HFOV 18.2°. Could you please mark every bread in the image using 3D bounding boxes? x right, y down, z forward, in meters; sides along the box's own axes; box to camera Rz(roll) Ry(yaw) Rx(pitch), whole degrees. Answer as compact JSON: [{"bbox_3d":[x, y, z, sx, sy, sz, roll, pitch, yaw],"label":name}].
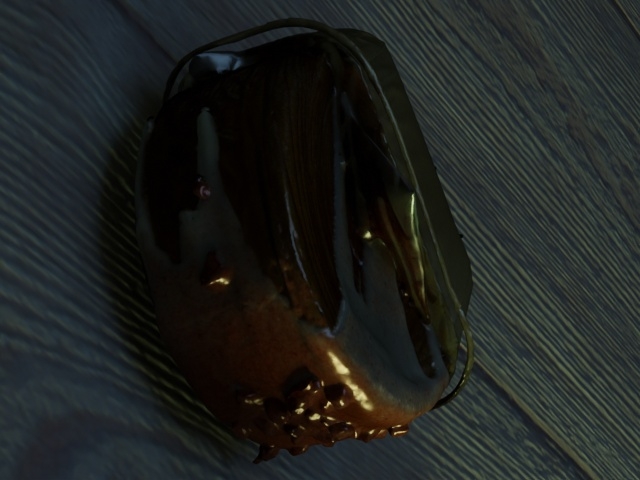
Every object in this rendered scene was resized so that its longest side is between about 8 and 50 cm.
[{"bbox_3d":[0.000,0.000,1.021,0.224,0.142,0.212,68,25,-14],"label":"bread"}]
